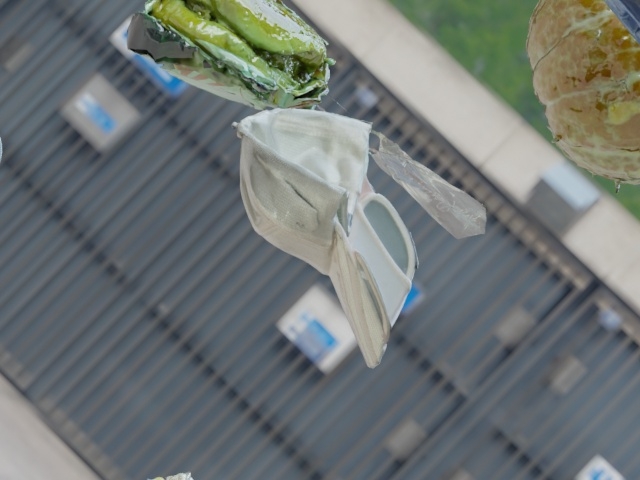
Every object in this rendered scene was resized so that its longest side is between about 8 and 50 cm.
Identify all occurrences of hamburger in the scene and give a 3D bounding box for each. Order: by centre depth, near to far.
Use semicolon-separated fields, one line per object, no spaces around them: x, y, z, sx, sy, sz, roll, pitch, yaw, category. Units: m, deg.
-0.084;-0.205;1.787;0.214;0.125;0.235;26;4;-5;hamburger

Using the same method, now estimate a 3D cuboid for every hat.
0.000;0.000;1.626;0.164;0.226;0.219;3;17;10;hat

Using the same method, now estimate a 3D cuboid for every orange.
0.408;-0.233;2.361;0.329;0.249;0.329;60;15;-27;orange

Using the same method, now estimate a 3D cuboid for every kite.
0.075;-0.107;2.068;0.310;0.015;0.169;39;-12;-2;kite

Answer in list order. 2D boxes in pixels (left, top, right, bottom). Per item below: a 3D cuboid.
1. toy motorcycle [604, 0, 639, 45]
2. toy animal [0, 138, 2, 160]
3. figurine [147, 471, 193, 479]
0.430;-0.316;2.027;0.319;0.241;0.182;50;-26;1;toy motorcycle
-0.448;-0.038;1.735;0.221;0.229;0.210;-8;-51;31;toy animal
-0.177;0.296;2.057;0.083;0.050;0.047;76;8;-68;figurine
